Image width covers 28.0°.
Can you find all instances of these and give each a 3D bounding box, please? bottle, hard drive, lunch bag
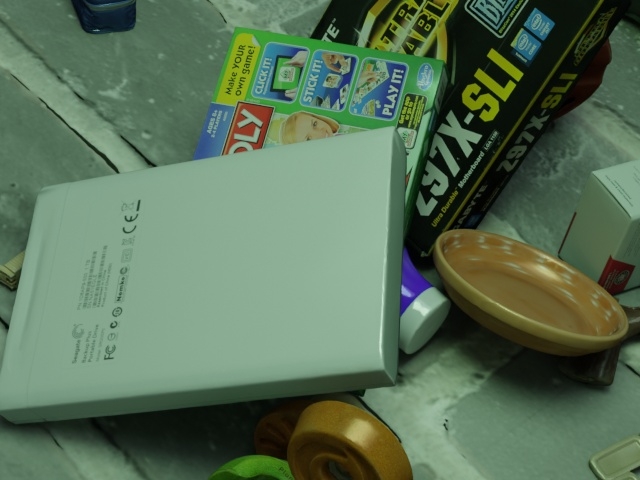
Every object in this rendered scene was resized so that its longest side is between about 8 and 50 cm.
[{"bbox_3d":[0.000,0.000,1.259,0.283,0.092,0.118,39,59,21],"label":"bottle"},{"bbox_3d":[-0.102,0.031,1.110,0.353,0.047,0.233,-8,56,20],"label":"hard drive"},{"bbox_3d":[-0.252,-0.295,1.485,0.067,0.065,0.098,-12,53,-21],"label":"lunch bag"}]

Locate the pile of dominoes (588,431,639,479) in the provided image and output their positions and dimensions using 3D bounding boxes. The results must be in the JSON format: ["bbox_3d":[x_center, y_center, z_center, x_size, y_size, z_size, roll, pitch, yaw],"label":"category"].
[{"bbox_3d":[0.401,0.236,1.191,0.251,0.040,0.196,-22,57,-18],"label":"pile of dominoes"}]

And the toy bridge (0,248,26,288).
[{"bbox_3d":[-0.361,-0.011,1.239,0.188,0.026,0.063,34,52,18],"label":"toy bridge"}]

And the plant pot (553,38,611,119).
[{"bbox_3d":[0.199,-0.283,1.457,0.272,0.272,0.265,-1,58,-13],"label":"plant pot"}]

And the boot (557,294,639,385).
[{"bbox_3d":[0.298,0.108,1.265,0.106,0.037,0.114,15,43,19],"label":"boot"}]

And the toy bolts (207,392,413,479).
[{"bbox_3d":[0.060,0.199,1.044,0.228,0.218,0.158,44,46,2],"label":"toy bolts"}]

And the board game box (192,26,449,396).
[{"bbox_3d":[-0.022,-0.034,1.195,0.213,0.046,0.317,12,75,15],"label":"board game box"}]

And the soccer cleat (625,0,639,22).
[{"bbox_3d":[0.449,-0.289,1.609,0.121,0.093,0.289,-21,57,-35],"label":"soccer cleat"}]

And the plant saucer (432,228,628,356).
[{"bbox_3d":[0.197,0.053,1.233,0.200,0.037,0.200,20,22,-8],"label":"plant saucer"}]

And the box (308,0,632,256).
[{"bbox_3d":[0.119,-0.185,1.300,0.257,0.322,0.079,44,27,23],"label":"box"}]

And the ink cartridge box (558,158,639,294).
[{"bbox_3d":[0.351,-0.023,1.331,0.175,0.127,0.072,-15,51,-24],"label":"ink cartridge box"}]
